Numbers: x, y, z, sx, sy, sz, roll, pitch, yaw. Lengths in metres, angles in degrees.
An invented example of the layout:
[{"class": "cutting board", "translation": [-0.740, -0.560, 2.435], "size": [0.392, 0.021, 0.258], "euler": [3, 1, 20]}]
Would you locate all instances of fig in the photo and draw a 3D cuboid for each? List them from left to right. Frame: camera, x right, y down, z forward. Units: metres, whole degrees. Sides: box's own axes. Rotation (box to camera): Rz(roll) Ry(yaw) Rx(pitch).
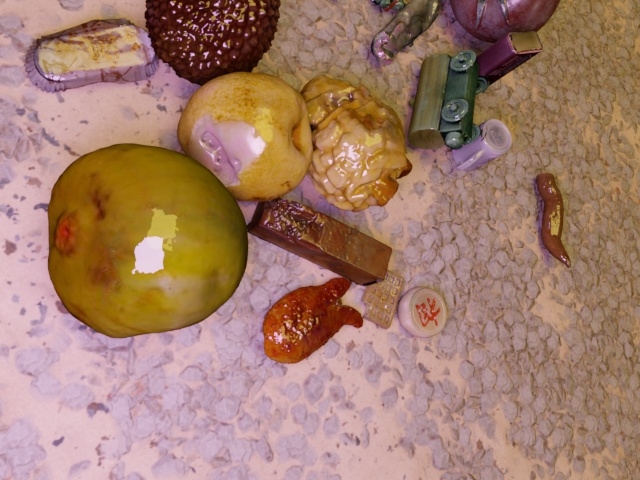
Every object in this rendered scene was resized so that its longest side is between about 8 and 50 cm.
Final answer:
[{"class": "fig", "translation": [-0.274, 0.001, 0.939], "size": [0.344, 0.343, 0.342], "euler": [7, 75, -25]}]

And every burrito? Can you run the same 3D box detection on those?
[{"class": "burrito", "translation": [0.230, -0.572, 1.460], "size": [0.309, 0.066, 0.096], "euler": [-50, 138, -29]}]

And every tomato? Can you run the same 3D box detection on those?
[{"class": "tomato", "translation": [0.512, -0.710, 1.505], "size": [0.283, 0.317, 0.316], "euler": [-14, 84, -47]}]

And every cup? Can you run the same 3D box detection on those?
[{"class": "cup", "translation": [0.421, -0.235, 1.443], "size": [0.099, 0.133, 0.135], "euler": [20, 70, -18]}]

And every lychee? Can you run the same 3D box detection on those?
[{"class": "lychee", "translation": [-0.207, -0.449, 1.099], "size": [0.268, 0.267, 0.267], "euler": [7, 75, -25]}]

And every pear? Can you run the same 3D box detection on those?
[{"class": "pear", "translation": [-0.148, -0.201, 1.081], "size": [0.272, 0.271, 0.270], "euler": [7, 75, -25]}]

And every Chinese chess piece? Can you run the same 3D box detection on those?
[{"class": "Chinese chess piece", "translation": [0.242, 0.170, 1.299], "size": [0.122, 0.051, 0.121], "euler": [7, 74, -25]}]

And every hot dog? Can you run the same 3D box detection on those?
[{"class": "hot dog", "translation": [-0.445, -0.362, 1.076], "size": [0.253, 0.069, 0.131], "euler": [-22, 97, -26]}]

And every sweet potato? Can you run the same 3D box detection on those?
[{"class": "sweet potato", "translation": [0.661, -0.054, 1.559], "size": [0.059, 0.067, 0.280], "euler": [32, 55, -66]}]

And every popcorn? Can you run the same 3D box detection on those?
[{"class": "popcorn", "translation": [0.072, -0.223, 1.216], "size": [0.265, 0.225, 0.332], "euler": [-23, 73, -42]}]

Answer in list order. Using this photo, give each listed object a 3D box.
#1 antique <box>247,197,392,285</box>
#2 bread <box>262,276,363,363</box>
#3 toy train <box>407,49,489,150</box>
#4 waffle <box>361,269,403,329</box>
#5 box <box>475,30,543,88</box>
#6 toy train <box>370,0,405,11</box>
[{"class": "antique", "translation": [0.000, 0.000, 1.195], "size": [0.310, 0.093, 0.087], "euler": [26, 67, -18]}, {"class": "bread", "translation": [-0.011, 0.162, 1.150], "size": [0.269, 0.095, 0.139], "euler": [-20, 95, -33]}, {"class": "toy train", "translation": [0.327, -0.353, 1.412], "size": [0.126, 0.190, 0.307], "euler": [36, 57, -41]}, {"class": "waffle", "translation": [0.141, 0.130, 1.276], "size": [0.092, 0.021, 0.134], "euler": [30, 65, -19]}, {"class": "box", "translation": [0.470, -0.477, 1.475], "size": [0.120, 0.224, 0.068], "euler": [-15, 84, -30]}, {"class": "toy train", "translation": [0.188, -0.700, 1.477], "size": [0.119, 0.074, 0.175], "euler": [2, 76, -32]}]
